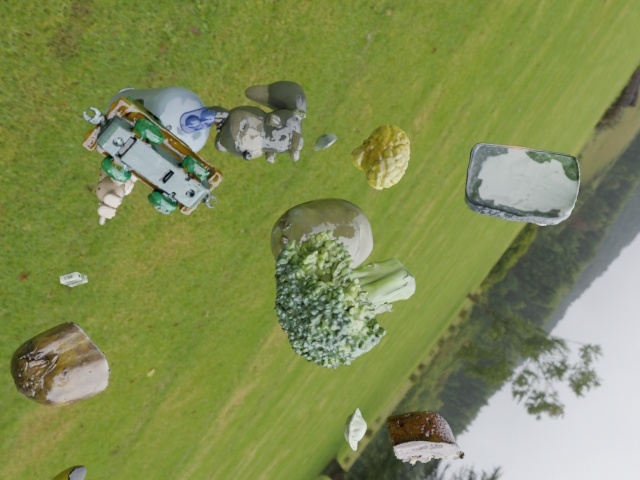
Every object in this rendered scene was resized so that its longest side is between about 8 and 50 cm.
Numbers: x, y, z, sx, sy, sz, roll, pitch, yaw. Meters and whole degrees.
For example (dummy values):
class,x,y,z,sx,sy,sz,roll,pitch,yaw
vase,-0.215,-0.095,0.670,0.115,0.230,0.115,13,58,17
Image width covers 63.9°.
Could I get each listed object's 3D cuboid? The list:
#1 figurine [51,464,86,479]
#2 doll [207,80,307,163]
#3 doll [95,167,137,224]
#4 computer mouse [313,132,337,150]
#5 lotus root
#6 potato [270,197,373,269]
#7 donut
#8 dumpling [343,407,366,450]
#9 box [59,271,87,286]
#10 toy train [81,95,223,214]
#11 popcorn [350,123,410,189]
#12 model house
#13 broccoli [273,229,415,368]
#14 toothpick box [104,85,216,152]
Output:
class,x,y,z,sx,sy,sz,roll,pitch,yaw
figurine,-0.587,0.620,1.043,0.327,0.169,0.218,-86,-165,-51
doll,-0.243,-0.463,2.031,0.379,0.382,0.252,-83,179,-48
doll,-0.647,-0.172,1.616,0.119,0.278,0.154,24,125,-26
computer mouse,0.007,-0.286,1.468,0.056,0.032,0.110,-41,-164,-14
lotus root,-0.793,0.386,1.539,0.192,0.272,0.272,-25,143,-61
potato,0.000,0.000,1.521,0.326,0.221,0.243,-14,137,-36
donut,0.275,0.516,1.358,0.186,0.126,0.144,-14,135,-1
dumpling,0.065,0.371,1.004,0.077,0.043,0.059,-66,167,11
box,-0.770,0.122,1.602,0.054,0.024,0.083,-19,170,-8
toy train,-0.463,-0.239,1.436,0.178,0.249,0.429,-43,125,12
popcorn,0.206,-0.292,1.779,0.200,0.203,0.226,-46,147,-74
model house,0.525,-0.124,1.409,0.301,0.271,0.190,44,56,-76
broccoli,0.025,0.124,1.100,0.317,0.277,0.338,-15,160,-40
toothpick box,-0.516,-0.396,1.716,0.263,0.354,0.263,-14,107,-51
